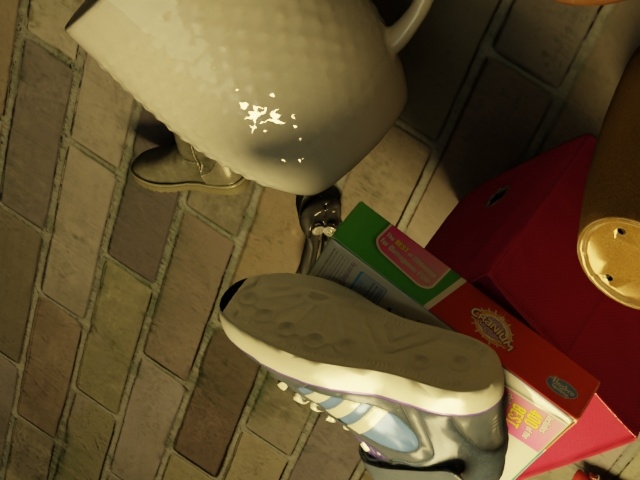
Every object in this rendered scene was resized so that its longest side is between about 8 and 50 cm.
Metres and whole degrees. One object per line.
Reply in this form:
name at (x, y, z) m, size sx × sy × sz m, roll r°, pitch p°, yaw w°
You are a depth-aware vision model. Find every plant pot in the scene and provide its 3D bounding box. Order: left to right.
plant pot at (0.366, -0.052, 1.721) m, size 0.237 × 0.254 × 0.237 m, roll 23°, pitch 141°, yaw 20°

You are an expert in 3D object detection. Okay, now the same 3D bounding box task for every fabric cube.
fabric cube at (0.250, 0.083, 1.953) m, size 0.259 × 0.258 × 0.254 m, roll 48°, pitch 143°, yaw -10°

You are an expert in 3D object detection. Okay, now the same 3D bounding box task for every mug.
mug at (-0.039, -0.248, 1.886) m, size 0.374 × 0.276 × 0.328 m, roll -40°, pitch 105°, yaw 22°

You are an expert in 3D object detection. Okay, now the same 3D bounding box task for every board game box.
board game box at (0.112, 0.132, 1.853) m, size 0.316 × 0.064 × 0.242 m, roll 37°, pitch 143°, yaw 3°

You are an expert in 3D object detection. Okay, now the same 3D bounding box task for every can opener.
can opener at (0.000, 0.000, 2.260) m, size 0.059 × 0.073 × 0.186 m, roll -6°, pitch 139°, yaw -5°

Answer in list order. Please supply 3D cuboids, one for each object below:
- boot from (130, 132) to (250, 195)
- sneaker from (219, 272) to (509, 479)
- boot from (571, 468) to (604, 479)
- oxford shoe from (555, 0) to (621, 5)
boot at (-0.186, -0.158, 2.228) m, size 0.189 × 0.076 × 0.208 m, roll 2°, pitch 138°, yaw 21°
sneaker at (0.042, 0.182, 1.799) m, size 0.323 × 0.130 × 0.236 m, roll 17°, pitch 133°, yaw 19°
boot at (0.421, 0.352, 2.231) m, size 0.176 × 0.088 × 0.244 m, roll 42°, pitch 146°, yaw -1°
oxford shoe at (0.316, -0.274, 1.706) m, size 0.212 × 0.076 × 0.076 m, roll 0°, pitch 158°, yaw 37°
